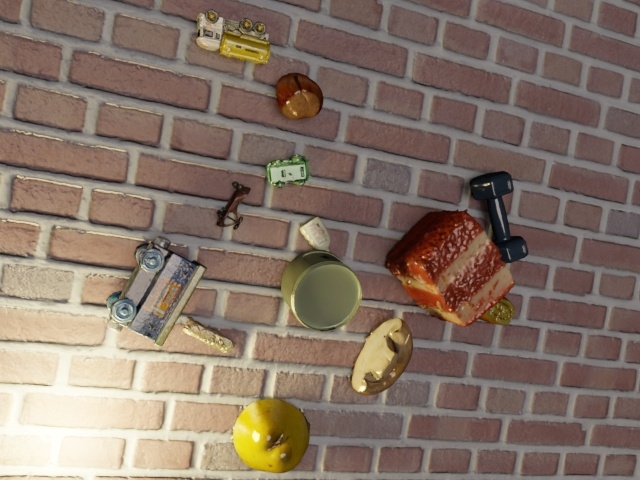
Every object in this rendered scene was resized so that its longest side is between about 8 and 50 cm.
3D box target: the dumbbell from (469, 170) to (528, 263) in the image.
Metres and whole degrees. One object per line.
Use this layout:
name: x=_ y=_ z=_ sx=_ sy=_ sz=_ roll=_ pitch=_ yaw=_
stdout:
dumbbell: x=0.623 y=-0.080 z=2.063 sx=0.144 sy=0.156 sz=0.316 roll=-13 pitch=100 yaw=13

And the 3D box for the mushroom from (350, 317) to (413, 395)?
mushroom: x=0.230 y=0.398 z=1.969 sx=0.151 sy=0.156 sz=0.285 roll=28 pitch=97 yaw=-30

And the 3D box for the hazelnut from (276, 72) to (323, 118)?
hazelnut: x=-0.065 y=-0.445 z=1.812 sx=0.154 sy=0.143 sz=0.143 roll=9 pitch=91 yaw=-27

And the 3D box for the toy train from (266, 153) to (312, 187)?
toy train: x=-0.096 y=-0.217 z=1.844 sx=0.149 sy=0.081 sz=0.099 roll=-11 pitch=98 yaw=-12

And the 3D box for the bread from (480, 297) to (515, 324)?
bread: x=0.577 y=0.229 z=2.053 sx=0.132 sy=0.172 sz=0.103 roll=27 pitch=83 yaw=-18

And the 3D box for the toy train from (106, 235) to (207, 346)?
toy train: x=-0.483 y=0.147 z=1.716 sx=0.202 sy=0.131 sz=0.299 roll=31 pitch=85 yaw=-26

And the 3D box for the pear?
pear: x=-0.140 y=0.641 z=1.842 sx=0.267 sy=0.178 sz=0.267 roll=-2 pitch=98 yaw=-16

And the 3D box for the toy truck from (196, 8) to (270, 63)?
toy truck: x=-0.256 y=-0.600 z=1.745 sx=0.227 sy=0.098 sz=0.114 roll=7 pitch=98 yaw=-21

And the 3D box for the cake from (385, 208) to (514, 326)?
cake: x=0.427 y=0.097 z=1.940 sx=0.270 sy=0.269 sz=0.319 roll=-43 pitch=105 yaw=-12

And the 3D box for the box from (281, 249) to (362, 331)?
box: x=0.003 y=0.156 z=1.844 sx=0.226 sy=0.149 sz=0.226 roll=-5 pitch=106 yaw=-17

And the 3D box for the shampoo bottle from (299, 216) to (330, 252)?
shampoo bottle: x=0.000 y=0.000 z=1.905 sx=0.077 sy=0.045 sz=0.152 roll=-36 pitch=103 yaw=-13

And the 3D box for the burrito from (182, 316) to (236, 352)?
burrito: x=-0.343 y=0.295 z=1.814 sx=0.171 sy=0.042 sz=0.051 roll=31 pitch=94 yaw=-17

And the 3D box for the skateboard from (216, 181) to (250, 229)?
skateboard: x=-0.262 y=-0.101 z=1.807 sx=0.080 sy=0.067 sz=0.151 roll=33 pitch=89 yaw=-28
